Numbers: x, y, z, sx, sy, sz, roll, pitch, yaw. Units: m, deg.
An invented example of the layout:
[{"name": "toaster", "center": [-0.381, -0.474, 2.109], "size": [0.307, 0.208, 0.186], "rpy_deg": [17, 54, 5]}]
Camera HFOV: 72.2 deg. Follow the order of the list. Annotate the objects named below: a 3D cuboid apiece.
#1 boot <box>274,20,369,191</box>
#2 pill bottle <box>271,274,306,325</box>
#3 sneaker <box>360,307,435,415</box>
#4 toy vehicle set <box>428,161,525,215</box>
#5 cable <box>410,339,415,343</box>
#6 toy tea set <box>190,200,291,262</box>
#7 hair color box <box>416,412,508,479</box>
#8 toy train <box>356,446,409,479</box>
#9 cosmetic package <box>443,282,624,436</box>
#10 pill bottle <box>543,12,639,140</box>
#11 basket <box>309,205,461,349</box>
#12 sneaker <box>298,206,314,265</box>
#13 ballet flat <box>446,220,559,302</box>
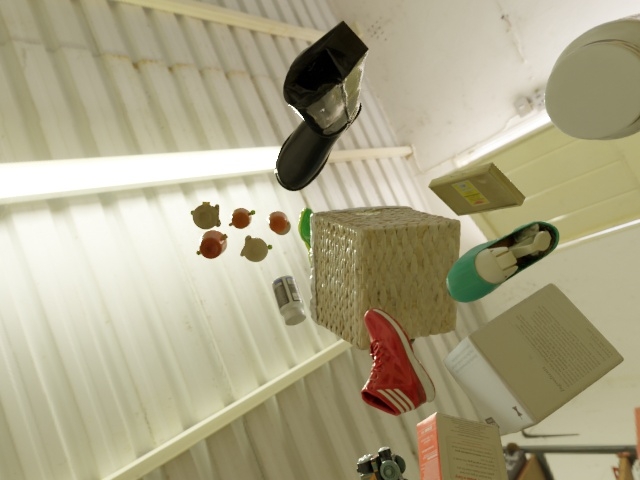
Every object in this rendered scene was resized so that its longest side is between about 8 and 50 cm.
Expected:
[{"name": "boot", "center": [-0.021, -0.305, 1.139], "size": [0.146, 0.367, 0.445], "rpy_deg": [34, -177, 0]}, {"name": "pill bottle", "center": [-0.094, 0.180, 1.316], "size": [0.078, 0.078, 0.137], "rpy_deg": [12, -136, -41]}, {"name": "sneaker", "center": [0.121, 0.243, 0.883], "size": [0.128, 0.087, 0.221], "rpy_deg": [-18, -127, -25]}, {"name": "toy vehicle set", "center": [0.495, -0.157, 1.418], "size": [0.166, 0.267, 0.035], "rpy_deg": [40, -110, -19]}, {"name": "cable", "center": [0.284, 0.399, 1.971], "size": [0.287, 0.139, 0.072], "rpy_deg": [35, -120, 26]}, {"name": "toy tea set", "center": [-0.272, -0.030, 1.504], "size": [0.337, 0.124, 0.199], "rpy_deg": [4, -77, -8]}, {"name": "hair color box", "center": [0.170, 0.300, 0.512], "size": [0.093, 0.053, 0.167], "rpy_deg": [17, -134, -11]}, {"name": "toy train", "center": [0.260, 0.980, 1.684], "size": [0.142, 0.190, 0.333], "rpy_deg": [25, -138, -64]}, {"name": "cosmetic package", "center": [0.334, 0.196, 0.716], "size": [0.184, 0.151, 0.151], "rpy_deg": [-26, -117, -16]}, {"name": "pill bottle", "center": [0.481, -0.263, 0.705], "size": [0.319, 0.176, 0.176], "rpy_deg": [-31, -87, -39]}, {"name": "basket", "center": [0.168, 0.088, 1.180], "size": [0.329, 0.266, 0.331], "rpy_deg": [-6, -76, -24]}, {"name": "sneaker", "center": [0.000, 0.000, 1.687], "size": [0.109, 0.124, 0.295], "rpy_deg": [-61, -43, -56]}, {"name": "ballet flat", "center": [0.329, 0.026, 0.777], "size": [0.247, 0.087, 0.083], "rpy_deg": [-26, -101, -22]}]
